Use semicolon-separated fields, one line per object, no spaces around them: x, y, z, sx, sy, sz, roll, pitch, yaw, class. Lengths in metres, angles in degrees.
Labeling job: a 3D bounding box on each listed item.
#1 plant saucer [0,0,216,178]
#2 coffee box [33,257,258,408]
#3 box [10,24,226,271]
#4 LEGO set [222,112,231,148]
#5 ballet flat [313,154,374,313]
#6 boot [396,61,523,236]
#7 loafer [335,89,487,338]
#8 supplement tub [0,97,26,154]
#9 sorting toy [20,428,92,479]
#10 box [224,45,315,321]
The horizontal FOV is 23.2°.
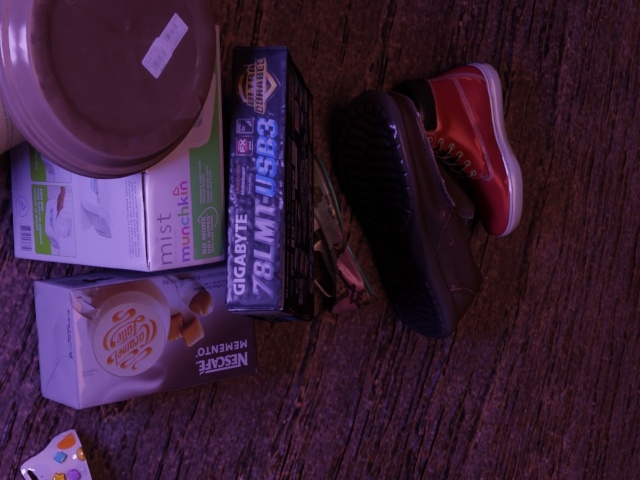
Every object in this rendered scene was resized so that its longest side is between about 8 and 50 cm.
-0.202;-0.199;1.537;0.278;0.041;0.278;-4;95;-46;plant saucer
-0.204;0.104;1.842;0.246;0.098;0.141;-7;99;-37;coffee box
-0.228;-0.106;1.711;0.127;0.231;0.262;-8;99;-49;box
-0.110;-0.135;1.945;0.054;0.023;0.083;-53;135;-19;LEGO set
0.000;0.000;2.013;0.079;0.077;0.221;-26;111;-12;ballet flat
0.179;-0.109;2.128;0.176;0.088;0.244;-18;98;-34;boot
0.126;-0.049;2.075;0.130;0.134;0.366;-38;125;-33;loafer
-0.433;-0.158;1.545;0.331;0.241;0.241;-33;113;-25;supplement tub
-0.309;0.276;1.822;0.075;0.045;0.083;-18;106;-15;sorting toy
-0.054;-0.055;1.823;0.073;0.293;0.295;0;85;5;box
